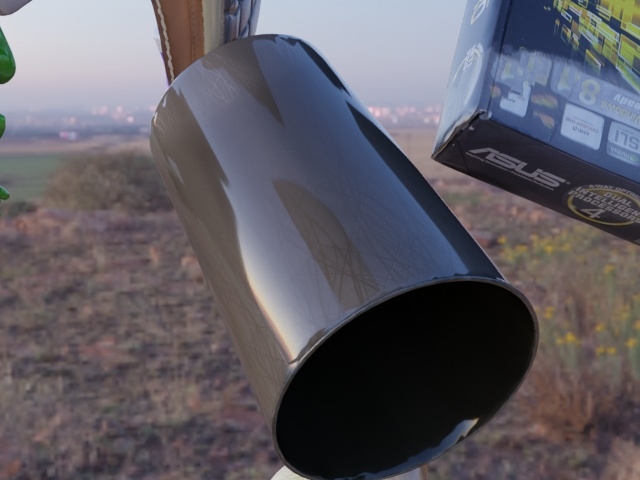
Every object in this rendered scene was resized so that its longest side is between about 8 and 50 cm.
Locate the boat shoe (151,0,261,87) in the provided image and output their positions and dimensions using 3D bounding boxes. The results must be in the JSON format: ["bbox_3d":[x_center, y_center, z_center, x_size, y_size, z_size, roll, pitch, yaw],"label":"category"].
[{"bbox_3d":[-0.106,-0.250,0.726,0.116,0.324,0.123,-3,13,11],"label":"boat shoe"}]

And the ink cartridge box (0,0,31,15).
[{"bbox_3d":[-0.133,-0.271,0.421,0.198,0.270,0.197,-33,-31,8],"label":"ink cartridge box"}]

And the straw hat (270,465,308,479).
[{"bbox_3d":[-0.037,0.291,1.182,0.144,0.144,0.061,7,-8,45],"label":"straw hat"}]

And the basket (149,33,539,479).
[{"bbox_3d":[0.000,0.000,0.659,0.154,0.227,0.204,-32,-34,2],"label":"basket"}]

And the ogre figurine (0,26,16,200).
[{"bbox_3d":[-0.255,-0.092,0.775,0.097,0.197,0.118,24,19,0],"label":"ogre figurine"}]

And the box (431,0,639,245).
[{"bbox_3d":[0.305,-0.139,0.893,0.395,0.318,0.097,22,-23,-11],"label":"box"}]

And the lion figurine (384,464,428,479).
[{"bbox_3d":[0.079,0.319,1.328,0.142,0.240,0.392,-6,24,-5],"label":"lion figurine"}]

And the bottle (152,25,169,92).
[{"bbox_3d":[-0.101,-0.114,1.247,0.092,0.283,0.118,-15,33,10],"label":"bottle"}]
